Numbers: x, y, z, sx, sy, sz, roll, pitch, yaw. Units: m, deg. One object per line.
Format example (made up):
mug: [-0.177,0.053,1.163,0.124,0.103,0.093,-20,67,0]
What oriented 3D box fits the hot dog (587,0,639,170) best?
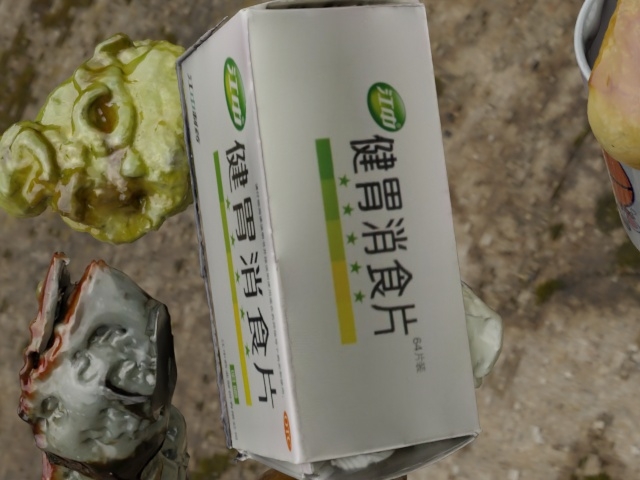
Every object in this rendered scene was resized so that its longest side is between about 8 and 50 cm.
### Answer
hot dog: [0.270,-0.150,0.788,0.153,0.150,0.257,22,96,26]

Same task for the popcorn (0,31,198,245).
popcorn: [-0.235,-0.107,1.583,0.225,0.174,0.286,35,67,27]

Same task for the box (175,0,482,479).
box: [0.000,0.003,0.979,0.173,0.145,0.333,166,97,-70]

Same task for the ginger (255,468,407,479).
ginger: [0.021,0.413,1.559,0.254,0.176,0.418,-14,47,-5]

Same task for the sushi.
sushi: [-0.176,0.154,1.123,0.130,0.332,0.124,9,43,5]

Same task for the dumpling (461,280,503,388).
dumpling: [0.058,0.131,1.660,0.243,0.318,0.187,94,172,-50]

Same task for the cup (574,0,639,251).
cup: [0.375,-0.104,1.278,0.212,0.317,0.212,-11,54,15]
